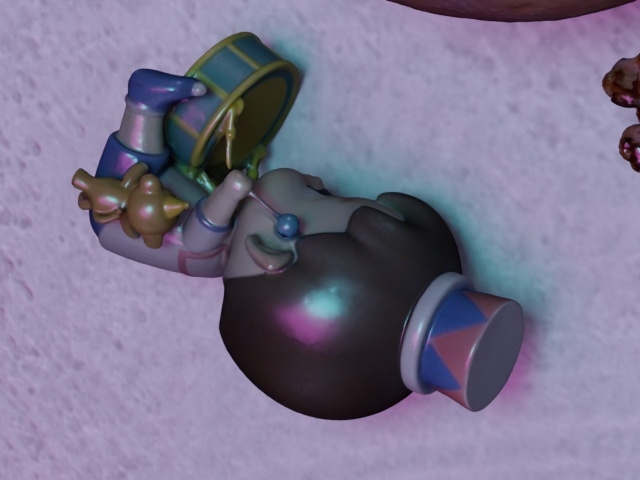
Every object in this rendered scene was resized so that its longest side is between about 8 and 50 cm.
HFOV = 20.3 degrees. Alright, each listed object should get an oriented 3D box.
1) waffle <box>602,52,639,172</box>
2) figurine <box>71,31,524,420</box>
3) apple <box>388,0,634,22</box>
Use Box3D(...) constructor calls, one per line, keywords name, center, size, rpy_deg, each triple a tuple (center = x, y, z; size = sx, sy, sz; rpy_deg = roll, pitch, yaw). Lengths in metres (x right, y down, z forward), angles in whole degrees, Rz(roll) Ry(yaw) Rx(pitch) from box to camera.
Box3D(name="waffle", center=(0.269, -0.061, 0.877), size=(0.221, 0.055, 0.234), rpy_deg=(44, 130, -11))
Box3D(name="figurine", center=(-0.006, 0.007, 1.045), size=(0.275, 0.161, 0.158), rpy_deg=(41, 86, 12))
Box3D(name="apple", center=(0.083, -0.238, 0.836), size=(0.305, 0.235, 0.306), rpy_deg=(14, 127, 19))
